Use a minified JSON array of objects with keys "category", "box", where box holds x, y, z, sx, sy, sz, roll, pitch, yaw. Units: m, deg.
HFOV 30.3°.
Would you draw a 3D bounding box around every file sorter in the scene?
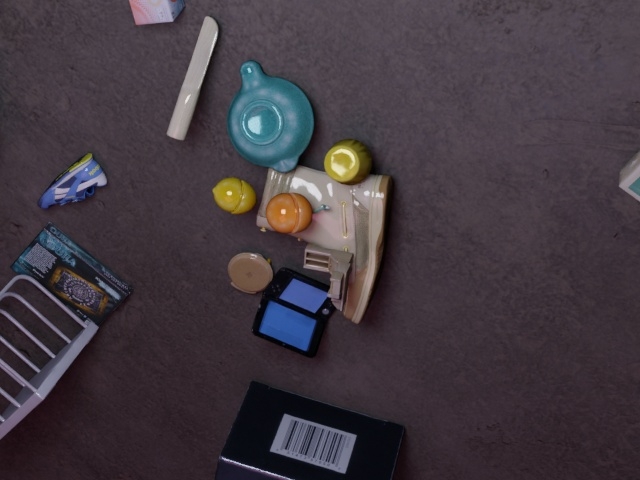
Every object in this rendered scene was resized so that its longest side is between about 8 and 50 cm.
[{"category":"file sorter","box":[-0.565,0.220,2.099,0.173,0.193,0.277,42,131,-9]}]

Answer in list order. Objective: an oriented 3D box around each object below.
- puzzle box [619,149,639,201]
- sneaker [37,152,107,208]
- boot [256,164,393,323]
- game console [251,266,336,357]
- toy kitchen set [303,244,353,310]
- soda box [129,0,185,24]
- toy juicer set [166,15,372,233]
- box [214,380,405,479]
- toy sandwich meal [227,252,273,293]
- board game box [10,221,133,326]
[{"category":"puzzle box","box":[0.662,-0.064,1.649,0.409,0.052,0.272,34,126,-8]},{"category":"sneaker","box":[-0.410,-0.084,1.946,0.144,0.053,0.059,-31,113,32]},{"category":"boot","box":[0.000,0.000,1.857,0.203,0.095,0.262,11,124,8]},{"category":"game console","box":[-0.036,0.119,1.951,0.122,0.071,0.107,24,128,-17]},{"category":"toy kitchen set","box":[0.004,0.061,1.789,0.075,0.083,0.068,11,121,10]},{"category":"soda box","box":[-0.250,-0.401,1.680,0.063,0.058,0.183,-2,123,18]},{"category":"toy juicer set","box":[-0.102,-0.149,1.766,0.329,0.089,0.209,42,103,5]},{"category":"box","box":[-0.042,0.495,2.136,0.293,0.212,0.395,16,125,4]},{"category":"toy sandwich meal","box":[-0.115,0.051,1.969,0.085,0.029,0.086,6,122,10]},{"category":"board game box","box":[-0.436,0.065,2.071,0.186,0.026,0.126,40,124,-12]}]
